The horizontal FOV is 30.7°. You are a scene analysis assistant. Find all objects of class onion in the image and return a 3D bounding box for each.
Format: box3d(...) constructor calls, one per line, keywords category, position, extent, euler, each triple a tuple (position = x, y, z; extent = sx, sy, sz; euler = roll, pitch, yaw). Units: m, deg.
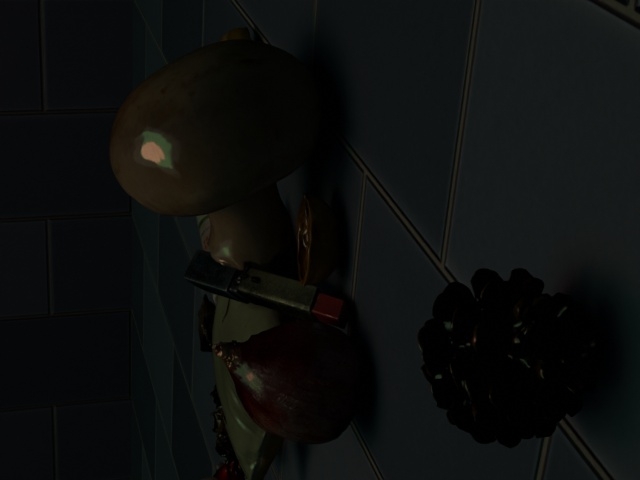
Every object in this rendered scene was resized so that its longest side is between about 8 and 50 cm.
box3d(category="onion", position=(-0.044, 0.166, 1.430), extent=(0.159, 0.194, 0.160), euler=(-51, 29, 43))

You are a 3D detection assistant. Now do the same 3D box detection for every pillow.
box3d(category="pillow", position=(-0.094, 0.156, 1.730), extent=(0.310, 0.119, 0.312), euler=(101, 161, -44))

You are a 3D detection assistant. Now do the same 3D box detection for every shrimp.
box3d(category="shrimp", position=(-0.165, 0.225, 1.937), extent=(0.365, 0.071, 0.233), euler=(-99, -9, -68))

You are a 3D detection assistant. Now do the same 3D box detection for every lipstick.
box3d(category="lipstick", position=(-0.066, 0.068, 1.565), extent=(0.312, 0.051, 0.051), euler=(13, 71, 46))

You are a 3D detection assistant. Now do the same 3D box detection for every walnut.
box3d(category="walnut", position=(0.000, 0.000, 1.493), extent=(0.091, 0.052, 0.121), euler=(152, 120, -75))

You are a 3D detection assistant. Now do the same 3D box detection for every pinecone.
box3d(category="pinecone", position=(0.146, 0.084, 0.881), extent=(0.120, 0.140, 0.140), euler=(-20, 73, 54))

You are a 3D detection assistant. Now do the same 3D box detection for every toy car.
box3d(category="toy car", position=(-0.177, 0.459, 2.091), extent=(0.112, 0.112, 0.139), euler=(117, 145, -61))

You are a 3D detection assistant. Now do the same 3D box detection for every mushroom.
box3d(category="mushroom", position=(-0.114, -0.110, 1.542), extent=(0.290, 0.297, 0.297), euler=(64, 172, -22))

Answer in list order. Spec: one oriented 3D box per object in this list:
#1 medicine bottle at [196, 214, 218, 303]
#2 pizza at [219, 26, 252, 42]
box3d(category="medicine bottle", position=(-0.155, 0.021, 1.974), extent=(0.086, 0.086, 0.183), euler=(106, 154, -49))
box3d(category="pizza", position=(-0.134, -0.183, 1.894), extent=(0.288, 0.075, 0.280), euler=(116, 151, -63))
